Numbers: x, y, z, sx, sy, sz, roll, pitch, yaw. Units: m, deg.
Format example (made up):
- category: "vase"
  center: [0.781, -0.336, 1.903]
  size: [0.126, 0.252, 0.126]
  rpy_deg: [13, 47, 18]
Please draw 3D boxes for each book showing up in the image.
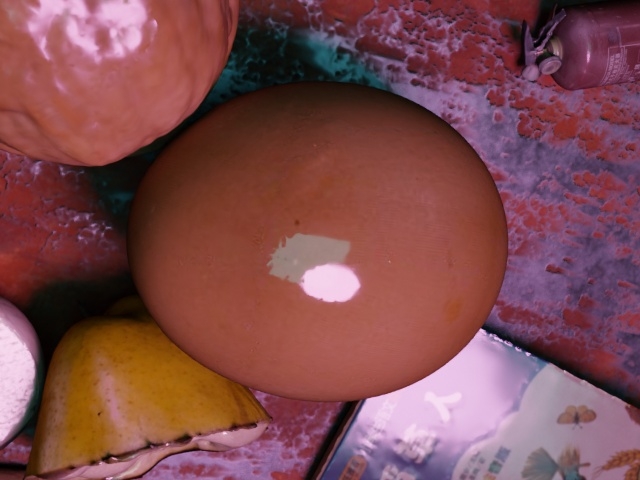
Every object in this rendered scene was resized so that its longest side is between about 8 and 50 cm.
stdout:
- category: "book"
  center: [0.224, 0.285, 1.192]
  size: [0.428, 0.039, 0.300]
  rpy_deg: [27, 95, -9]

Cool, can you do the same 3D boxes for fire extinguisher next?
- category: "fire extinguisher"
  center: [0.333, -0.223, 1.103]
  size: [0.269, 0.105, 0.104]
  rpy_deg: [-9, 106, -14]

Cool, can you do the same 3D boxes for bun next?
- category: "bun"
  center: [-0.355, 0.126, 0.974]
  size: [0.173, 0.120, 0.172]
  rpy_deg: [-4, 100, -23]

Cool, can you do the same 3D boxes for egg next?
- category: "egg"
  center: [0.000, 0.000, 0.945]
  size: [0.374, 0.301, 0.301]
  rpy_deg: [7, 102, -32]

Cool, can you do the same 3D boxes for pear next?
- category: "pear"
  center: [-0.176, 0.140, 1.001]
  size: [0.267, 0.267, 0.178]
  rpy_deg: [-7, 76, -15]

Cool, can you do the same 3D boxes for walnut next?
- category: "walnut"
  center: [-0.215, -0.218, 0.830]
  size: [0.306, 0.306, 0.344]
  rpy_deg: [-32, 117, -7]

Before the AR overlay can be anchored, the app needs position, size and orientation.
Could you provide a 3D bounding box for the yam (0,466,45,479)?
- category: "yam"
  center: [-0.414, 0.246, 1.026]
  size: [0.264, 0.046, 0.046]
  rpy_deg: [10, 101, -20]
